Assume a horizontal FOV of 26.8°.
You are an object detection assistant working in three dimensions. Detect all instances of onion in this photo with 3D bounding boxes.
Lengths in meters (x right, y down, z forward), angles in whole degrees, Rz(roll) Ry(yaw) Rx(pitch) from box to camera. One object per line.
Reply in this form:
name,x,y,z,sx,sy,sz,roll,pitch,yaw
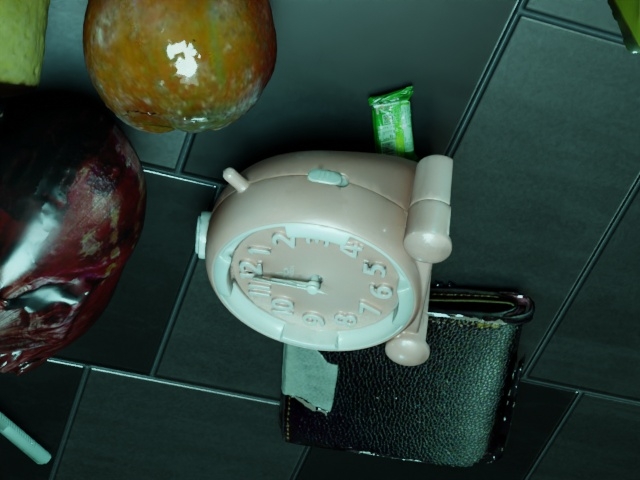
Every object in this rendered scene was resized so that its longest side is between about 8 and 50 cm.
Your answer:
onion,-0.271,-0.006,1.204,0.281,0.281,0.221,-36,109,21

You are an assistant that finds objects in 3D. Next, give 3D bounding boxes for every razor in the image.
razor,-0.364,0.184,1.467,0.084,0.036,0.211,-24,126,16

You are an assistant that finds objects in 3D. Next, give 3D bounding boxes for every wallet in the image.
wallet,0.088,0.146,1.464,0.262,0.071,0.221,5,129,-1

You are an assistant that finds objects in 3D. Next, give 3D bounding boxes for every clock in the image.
clock,0.000,0.000,1.299,0.241,0.142,0.227,6,141,2

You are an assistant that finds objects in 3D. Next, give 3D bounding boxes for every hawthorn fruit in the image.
hawthorn fruit,-0.120,-0.176,1.128,0.173,0.173,0.173,-3,128,-3

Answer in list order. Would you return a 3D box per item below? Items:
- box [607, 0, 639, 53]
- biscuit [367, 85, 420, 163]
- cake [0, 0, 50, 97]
box,0.230,-0.384,0.859,0.138,0.373,0.420,-7,129,1
biscuit,0.070,-0.107,1.290,0.046,0.016,0.089,-9,129,-1
cake,-0.325,-0.203,1.085,0.208,0.185,0.178,-7,93,2
